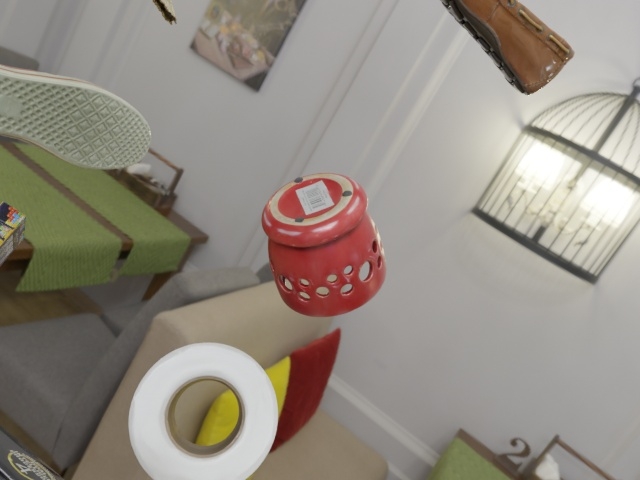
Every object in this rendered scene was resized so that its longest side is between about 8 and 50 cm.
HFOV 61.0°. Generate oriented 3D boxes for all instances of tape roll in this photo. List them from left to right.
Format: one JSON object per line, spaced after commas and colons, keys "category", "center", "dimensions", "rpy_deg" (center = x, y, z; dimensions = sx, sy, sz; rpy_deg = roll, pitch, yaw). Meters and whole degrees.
{"category": "tape roll", "center": [-0.205, 0.311, 0.972], "dimensions": [0.246, 0.246, 0.169], "rpy_deg": [30, -18, -2]}

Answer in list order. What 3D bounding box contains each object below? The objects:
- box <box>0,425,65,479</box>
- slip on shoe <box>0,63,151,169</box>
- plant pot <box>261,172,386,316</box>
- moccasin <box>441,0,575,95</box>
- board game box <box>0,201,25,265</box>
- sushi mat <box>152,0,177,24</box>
{"category": "box", "center": [-0.390, 0.282, 0.434], "dimensions": [0.394, 0.318, 0.097], "rpy_deg": [33, -18, 9]}
{"category": "slip on shoe", "center": [-0.398, -0.184, 0.767], "dimensions": [0.331, 0.123, 0.101], "rpy_deg": [9, 18, -43]}
{"category": "plant pot", "center": [0.000, 0.000, 0.879], "dimensions": [0.191, 0.191, 0.174], "rpy_deg": [47, -19, 49]}
{"category": "moccasin", "center": [0.305, -0.431, 0.947], "dimensions": [0.380, 0.147, 0.139], "rpy_deg": [43, 19, -13]}
{"category": "board game box", "center": [-0.594, 0.018, 0.971], "dimensions": [0.048, 0.141, 0.170], "rpy_deg": [38, -29, -16]}
{"category": "sushi mat", "center": [-0.283, -0.498, 0.832], "dimensions": [0.151, 0.019, 0.317], "rpy_deg": [62, 11, -69]}
